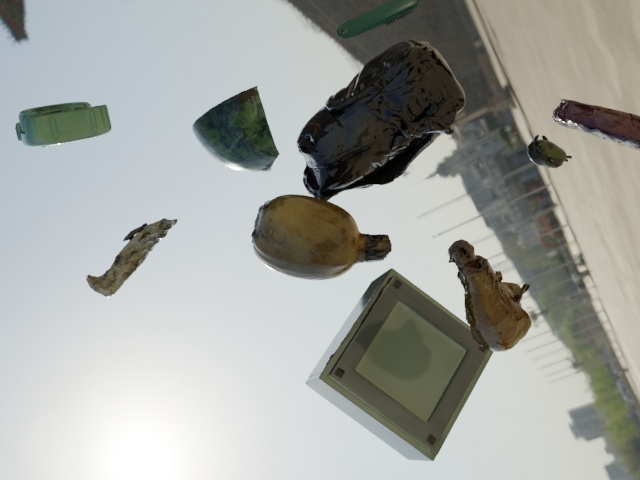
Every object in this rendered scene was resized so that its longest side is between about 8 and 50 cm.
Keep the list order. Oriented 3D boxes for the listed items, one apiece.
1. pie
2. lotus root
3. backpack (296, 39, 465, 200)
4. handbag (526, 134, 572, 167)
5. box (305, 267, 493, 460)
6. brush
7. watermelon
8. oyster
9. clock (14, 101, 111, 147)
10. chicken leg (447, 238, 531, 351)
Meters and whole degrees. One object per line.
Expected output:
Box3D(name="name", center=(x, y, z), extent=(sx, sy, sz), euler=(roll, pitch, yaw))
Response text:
Box3D(name="pie", center=(0.519, -0.202, 1.193), extent=(0.218, 0.054, 0.204), euler=(28, -163, 32))
Box3D(name="lotus root", center=(0.000, 0.000, 1.461), extent=(0.183, 0.309, 0.183), euler=(12, -90, -86))
Box3D(name="backpack", center=(0.127, -0.273, 1.625), extent=(0.255, 0.445, 0.363), euler=(53, -169, -16))
Box3D(name="handbag", center=(0.508, -0.194, 1.497), extent=(0.111, 0.047, 0.072), euler=(14, -127, -28))
Box3D(name="box", center=(0.135, 0.206, 1.126), extent=(0.224, 0.225, 0.117), euler=(36, 159, -1))
Box3D(name="brush", center=(0.112, -0.433, 1.320), extent=(0.043, 0.193, 0.032), euler=(53, 163, 19))
Box3D(name="watermelon", center=(-0.202, -0.274, 1.680), extent=(0.223, 0.180, 0.305), euler=(23, 170, -9))
Box3D(name="oyster", center=(-0.337, 0.024, 1.257), extent=(0.061, 0.200, 0.106), euler=(50, -158, 9))
Box3D(name="clock", center=(-0.478, -0.213, 1.222), extent=(0.148, 0.188, 0.060), euler=(-20, -67, -35))
Box3D(name="chicken leg", center=(0.226, 0.067, 0.905), extent=(0.085, 0.101, 0.208), euler=(19, 151, 47))
